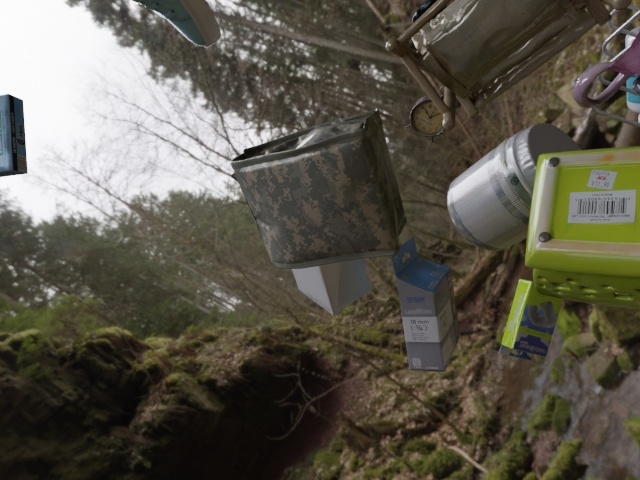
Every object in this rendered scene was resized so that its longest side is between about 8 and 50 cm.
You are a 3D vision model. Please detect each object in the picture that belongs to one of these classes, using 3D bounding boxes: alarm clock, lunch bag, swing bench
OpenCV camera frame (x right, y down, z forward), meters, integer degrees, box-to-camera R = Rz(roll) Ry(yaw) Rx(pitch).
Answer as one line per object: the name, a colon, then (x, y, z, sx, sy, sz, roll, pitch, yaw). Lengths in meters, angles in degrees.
alarm clock: (0.368, -0.421, 1.431, 0.064, 0.129, 0.192, -61, 0, -41)
lunch bag: (-0.007, -0.083, 0.827, 0.169, 0.286, 0.236, -60, -45, -56)
swing bench: (0.274, -0.316, 0.663, 0.253, 0.165, 0.254, -35, 1, 33)

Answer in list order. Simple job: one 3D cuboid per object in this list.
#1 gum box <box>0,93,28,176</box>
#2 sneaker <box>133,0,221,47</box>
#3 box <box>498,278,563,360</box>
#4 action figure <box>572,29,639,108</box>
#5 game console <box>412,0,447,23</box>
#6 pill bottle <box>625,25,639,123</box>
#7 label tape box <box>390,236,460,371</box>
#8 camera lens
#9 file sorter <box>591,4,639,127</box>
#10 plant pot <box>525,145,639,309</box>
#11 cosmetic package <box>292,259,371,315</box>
gum box: (-0.699, -0.205, 0.903, 0.041, 0.184, 0.157, 16, -112, -82)
sneaker: (-0.318, -0.418, 0.669, 0.150, 0.135, 0.366, -46, -49, 3)
box: (0.485, 0.188, 1.015, 0.042, 0.108, 0.179, 15, 89, 69)
action figure: (0.541, -0.361, 0.588, 0.247, 0.275, 0.371, -7, -76, -43)
game console: (0.453, -0.626, 1.418, 0.213, 0.361, 0.044, -39, 8, 32)
pill bottle: (0.925, -0.451, 1.208, 0.146, 0.146, 0.264, -54, -49, -49)
label tape box: (0.311, 0.168, 1.270, 0.240, 0.105, 0.334, -25, -73, -61)
camera lens: (0.457, -0.115, 1.047, 0.220, 0.219, 0.274, -58, 8, -34)
file sorter: (0.619, -0.360, 0.769, 0.193, 0.172, 0.278, 113, 176, -76)
plant pot: (0.458, -0.025, 0.705, 0.207, 0.228, 0.228, 26, -106, -48)
cosmetic package: (0.000, 0.000, 1.228, 0.155, 0.196, 0.366, -31, -56, -24)
